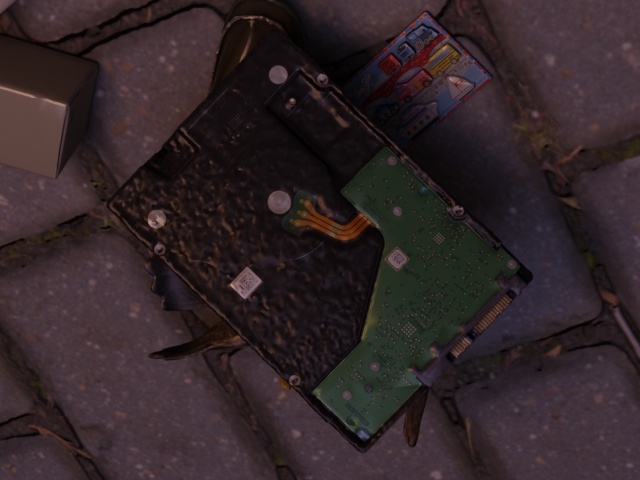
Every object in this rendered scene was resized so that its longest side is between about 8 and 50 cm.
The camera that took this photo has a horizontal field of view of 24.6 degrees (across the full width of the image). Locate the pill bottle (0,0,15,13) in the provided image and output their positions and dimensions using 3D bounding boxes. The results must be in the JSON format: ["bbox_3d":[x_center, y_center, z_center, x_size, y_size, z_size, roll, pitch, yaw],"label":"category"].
[{"bbox_3d":[-0.364,-0.308,1.390,0.119,0.119,0.208,-30,111,24],"label":"pill bottle"}]

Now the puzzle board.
[{"bbox_3d":[0.092,-0.154,1.461,0.096,0.011,0.128,42,118,-14],"label":"puzzle board"}]

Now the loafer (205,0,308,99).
[{"bbox_3d":[-0.070,-0.122,1.463,0.094,0.087,0.251,10,121,4],"label":"loafer"}]

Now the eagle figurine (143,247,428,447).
[{"bbox_3d":[-0.019,0.073,1.504,0.298,0.225,0.226,21,100,15],"label":"eagle figurine"}]

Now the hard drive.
[{"bbox_3d":[0.000,0.000,1.381,0.339,0.064,0.237,43,92,2],"label":"hard drive"}]

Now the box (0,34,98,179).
[{"bbox_3d":[-0.375,-0.159,1.483,0.275,0.113,0.094,18,122,1],"label":"box"}]
